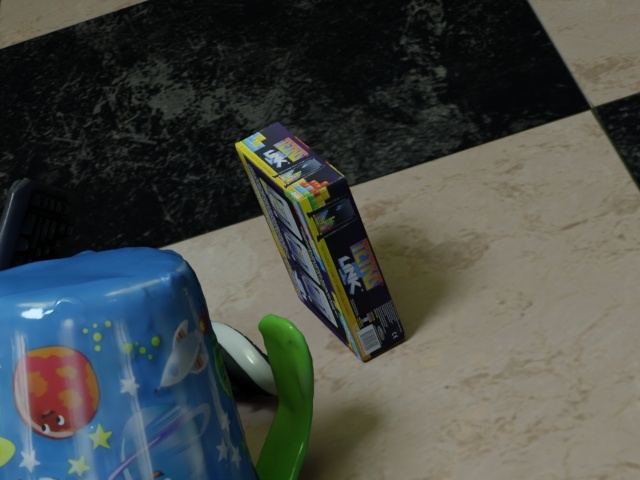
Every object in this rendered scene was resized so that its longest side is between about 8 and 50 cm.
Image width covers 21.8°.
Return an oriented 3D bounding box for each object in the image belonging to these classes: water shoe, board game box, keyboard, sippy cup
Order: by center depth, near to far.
[{"bbox_3d":[-0.157,0.127,1.176,0.240,0.224,0.305,-2,12,20],"label":"sippy cup"},{"bbox_3d":[-0.241,0.114,1.297,0.033,0.317,0.201,16,-1,9],"label":"keyboard"},{"bbox_3d":[0.000,0.000,1.409,0.048,0.170,0.141,-28,32,-11],"label":"board game box"},{"bbox_3d":[-0.103,0.110,1.412,0.080,0.073,0.203,-53,35,-12],"label":"water shoe"}]
